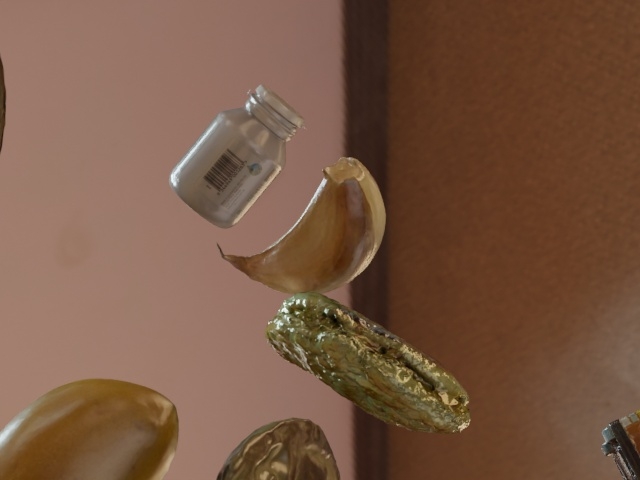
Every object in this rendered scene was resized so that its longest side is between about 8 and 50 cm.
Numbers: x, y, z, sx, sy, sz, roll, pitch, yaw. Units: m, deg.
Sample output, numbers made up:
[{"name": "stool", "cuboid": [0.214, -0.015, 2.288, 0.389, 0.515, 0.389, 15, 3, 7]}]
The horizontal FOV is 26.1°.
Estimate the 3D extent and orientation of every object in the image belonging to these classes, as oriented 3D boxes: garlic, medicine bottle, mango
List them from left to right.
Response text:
[{"name": "mango", "cuboid": [-0.307, 0.299, 1.670, 0.211, 0.317, 0.173, 38, 168, 3]}, {"name": "medicine bottle", "cuboid": [-0.127, -0.136, 2.178, 0.135, 0.215, 0.135, 40, -172, -7]}, {"name": "garlic", "cuboid": [0.001, 0.006, 1.617, 0.207, 0.128, 0.115, -38, 63, 23]}]

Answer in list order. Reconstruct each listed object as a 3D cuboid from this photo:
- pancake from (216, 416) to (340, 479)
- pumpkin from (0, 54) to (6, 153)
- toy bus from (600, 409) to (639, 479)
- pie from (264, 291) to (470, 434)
[{"name": "pancake", "cuboid": [-0.047, 0.356, 1.716, 0.049, 0.294, 0.294, -9, 106, 29]}, {"name": "pumpkin", "cuboid": [-0.440, -0.083, 0.945, 0.454, 0.454, 0.344, 15, 110, 55]}, {"name": "toy bus", "cuboid": [0.416, 0.261, 1.702, 0.098, 0.114, 0.201, 64, -177, 20]}, {"name": "pie", "cuboid": [0.058, 0.138, 1.519, 0.248, 0.090, 0.201, 31, 166, -1]}]
